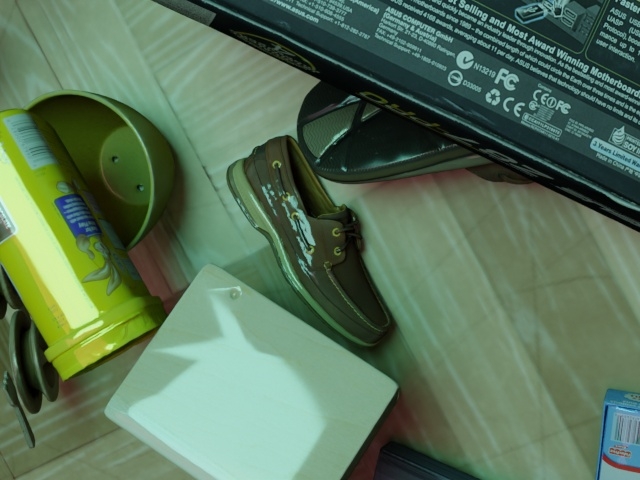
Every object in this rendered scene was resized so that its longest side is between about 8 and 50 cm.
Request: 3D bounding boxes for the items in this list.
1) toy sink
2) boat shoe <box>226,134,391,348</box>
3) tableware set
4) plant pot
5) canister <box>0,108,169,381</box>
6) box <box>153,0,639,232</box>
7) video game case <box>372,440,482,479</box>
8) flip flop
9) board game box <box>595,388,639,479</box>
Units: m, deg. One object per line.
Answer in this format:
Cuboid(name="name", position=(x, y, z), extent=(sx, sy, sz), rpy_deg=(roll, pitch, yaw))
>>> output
Cuboid(name="toy sink", position=(-0.034, 0.122, 0.719), extent=(0.153, 0.234, 0.131), rpy_deg=(32, 81, 11))
Cuboid(name="boat shoe", position=(0.000, 0.000, 0.731), extent=(0.060, 0.064, 0.178), rpy_deg=(-37, 85, 24))
Cuboid(name="tableware set", position=(-0.235, 0.058, 0.769), extent=(0.039, 0.128, 0.194), rpy_deg=(-10, 130, -6))
Cuboid(name="plant pot", position=(-0.169, -0.054, 0.763), extent=(0.134, 0.095, 0.134), rpy_deg=(4, 103, 18))
Cuboid(name="canister", position=(-0.178, 0.003, 0.660), extent=(0.073, 0.126, 0.170), rpy_deg=(-30, 88, -2))
Cuboid(name="box", position=(0.097, -0.215, 0.507), extent=(0.395, 0.097, 0.318), rpy_deg=(23, 93, -12))
Cuboid(name="video game case", position=(0.108, 0.317, 0.760), extent=(0.196, 0.026, 0.274), rpy_deg=(20, 110, 26))
Cuboid(name="flip flop", position=(0.122, -0.080, 0.661), extent=(0.277, 0.080, 0.112), rpy_deg=(-7, 68, 16))
Cuboid(name="board game box", position=(0.275, 0.223, 0.694), extent=(0.160, 0.039, 0.211), rpy_deg=(7, 103, 18))
